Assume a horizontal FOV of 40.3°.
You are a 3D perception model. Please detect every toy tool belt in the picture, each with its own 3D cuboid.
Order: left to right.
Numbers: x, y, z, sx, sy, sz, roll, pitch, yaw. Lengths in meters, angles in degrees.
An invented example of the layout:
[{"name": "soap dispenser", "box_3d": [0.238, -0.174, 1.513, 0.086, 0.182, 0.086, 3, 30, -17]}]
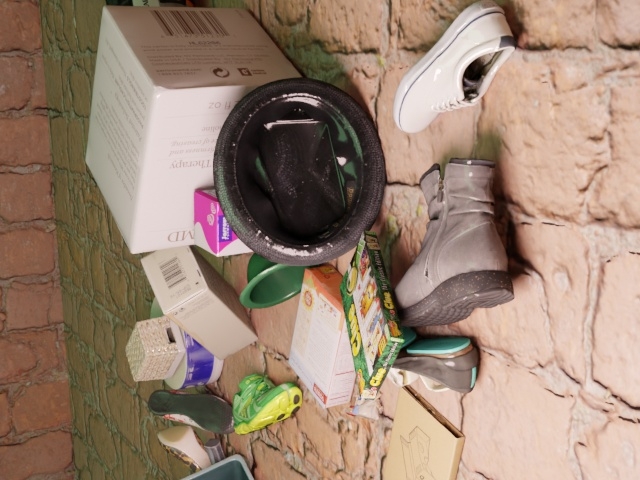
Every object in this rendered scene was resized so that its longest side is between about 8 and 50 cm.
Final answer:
[{"name": "toy tool belt", "box_3d": [0.083, 0.307, 1.640, 0.083, 0.052, 0.051, -8, 59, 57]}]

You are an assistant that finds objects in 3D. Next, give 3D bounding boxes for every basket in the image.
[{"name": "basket", "box_3d": [-0.422, 0.277, 2.216, 0.113, 0.103, 0.167, 67, 147, 26]}]

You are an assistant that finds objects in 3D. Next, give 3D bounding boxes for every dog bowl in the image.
[{"name": "dog bowl", "box_3d": [-0.356, 0.257, 2.305, 0.265, 0.104, 0.265, 20, 114, 56]}]

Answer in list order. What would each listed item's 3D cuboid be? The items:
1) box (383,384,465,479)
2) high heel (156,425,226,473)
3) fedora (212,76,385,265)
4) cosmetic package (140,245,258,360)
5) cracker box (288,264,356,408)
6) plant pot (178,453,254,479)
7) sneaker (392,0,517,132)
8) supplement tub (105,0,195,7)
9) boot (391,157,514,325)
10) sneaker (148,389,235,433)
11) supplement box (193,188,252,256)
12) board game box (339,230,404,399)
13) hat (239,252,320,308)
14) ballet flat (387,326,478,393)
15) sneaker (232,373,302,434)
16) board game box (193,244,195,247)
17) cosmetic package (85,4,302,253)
[{"name": "box", "box_3d": [0.176, 0.377, 1.516, 0.164, 0.021, 0.201, 39, 128, 49]}, {"name": "high heel", "box_3d": [-0.329, 0.589, 2.293, 0.261, 0.093, 0.186, 3, 118, 42]}, {"name": "fedora", "box_3d": [-0.037, -0.118, 1.581, 0.152, 0.334, 0.334, 81, 179, -85]}, {"name": "cosmetic package", "box_3d": [-0.264, 0.134, 1.953, 0.160, 0.113, 0.309, 60, -179, 32]}, {"name": "cracker box", "box_3d": [0.015, 0.187, 1.699, 0.156, 0.067, 0.232, 46, 133, 46]}, {"name": "plant pot", "box_3d": [-0.245, 0.724, 2.113, 0.248, 0.247, 0.252, 53, 156, 40]}, {"name": "sneaker", "box_3d": [0.189, -0.230, 1.277, 0.258, 0.094, 0.091, -54, 47, 49]}, {"name": "supplement tub", "box_3d": [-0.419, -0.603, 2.106, 0.207, 0.207, 0.338, -36, 67, 57]}, {"name": "boot", "box_3d": [0.182, 0.010, 1.358, 0.338, 0.118, 0.222, -29, 62, 58]}, {"name": "sneaker", "box_3d": [-0.304, 0.448, 2.284, 0.270, 0.145, 0.090, 7, 77, 24]}, {"name": "supplement box", "box_3d": [-0.132, -0.045, 1.739, 0.114, 0.220, 0.111, 25, 118, 55]}, {"name": "board game box", "box_3d": [0.078, 0.115, 1.408, 0.259, 0.030, 0.136, -101, 24, -52]}, {"name": "hat", "box_3d": [-0.117, 0.022, 1.774, 0.183, 0.173, 0.208, 64, 148, 24]}, {"name": "ballet flat", "box_3d": [0.153, 0.201, 1.449, 0.280, 0.095, 0.096, 7, 115, 59]}, {"name": "sneaker", "box_3d": [-0.139, 0.359, 1.957, 0.295, 0.109, 0.123, -38, 69, 56]}, {"name": "board game box", "box_3d": [-0.378, -0.010, 2.350, 0.133, 0.033, 0.168, 19, 113, 57]}, {"name": "cosmetic package", "box_3d": [-0.273, -0.239, 1.826, 0.327, 0.329, 0.393, 54, 141, 38]}]
